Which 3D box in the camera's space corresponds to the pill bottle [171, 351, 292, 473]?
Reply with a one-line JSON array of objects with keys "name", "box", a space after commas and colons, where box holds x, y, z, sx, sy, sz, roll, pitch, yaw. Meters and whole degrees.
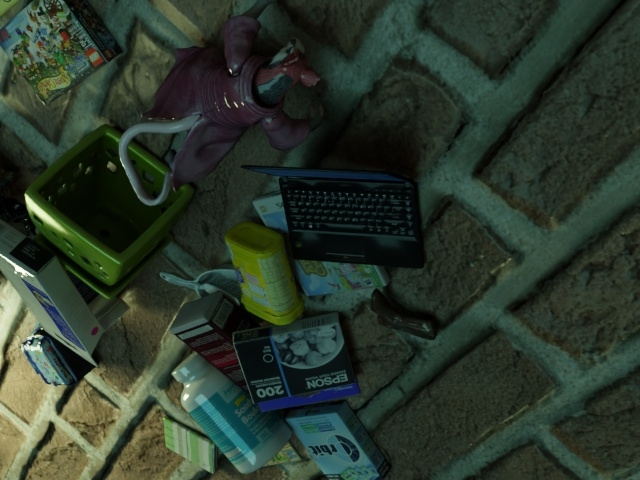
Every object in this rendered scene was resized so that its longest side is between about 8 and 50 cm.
[{"name": "pill bottle", "box": [-0.191, 0.347, 2.097, 0.264, 0.146, 0.146, 50, 138, -6]}]

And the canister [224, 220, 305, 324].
[{"name": "canister", "box": [-0.103, 0.058, 1.821, 0.126, 0.073, 0.170, 22, 140, 38]}]

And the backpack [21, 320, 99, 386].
[{"name": "backpack", "box": [-0.644, 0.269, 2.408, 0.173, 0.117, 0.158, -4, 121, 43]}]

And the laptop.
[{"name": "laptop", "box": [0.027, -0.035, 1.583, 0.234, 0.136, 0.264, 4, 126, 19]}]

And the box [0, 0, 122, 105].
[{"name": "box", "box": [-0.475, -0.354, 1.803, 0.233, 0.044, 0.159, -20, 110, 45]}]

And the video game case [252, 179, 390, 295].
[{"name": "video game case", "box": [0.000, 0.000, 1.753, 0.193, 0.023, 0.212, -10, 117, 42]}]

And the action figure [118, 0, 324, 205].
[{"name": "action figure", "box": [-0.144, -0.226, 1.505, 0.370, 0.276, 0.248, -8, 114, 57]}]

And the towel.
[{"name": "towel", "box": [-0.311, 0.489, 2.414, 0.152, 0.023, 0.113, 25, 134, 22]}]

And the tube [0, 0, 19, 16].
[{"name": "tube", "box": [-0.548, -0.456, 1.765, 0.070, 0.062, 0.240, 20, 149, -40]}]

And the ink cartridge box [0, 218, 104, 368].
[{"name": "ink cartridge box", "box": [-0.546, 0.113, 2.022, 0.176, 0.069, 0.371, 29, 152, 26]}]

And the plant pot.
[{"name": "plant pot", "box": [-0.400, -0.040, 1.884, 0.227, 0.228, 0.207, 37, 146, 6]}]

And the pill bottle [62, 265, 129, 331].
[{"name": "pill bottle", "box": [-0.506, 0.106, 2.166, 0.187, 0.112, 0.112, 47, 139, -5]}]

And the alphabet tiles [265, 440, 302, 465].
[{"name": "alphabet tiles", "box": [-0.170, 0.414, 2.246, 0.198, 0.009, 0.237, -21, 110, 46]}]

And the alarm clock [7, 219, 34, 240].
[{"name": "alarm clock", "box": [-0.703, -0.027, 2.241, 0.192, 0.064, 0.129, 27, 137, 20]}]

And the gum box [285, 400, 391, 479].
[{"name": "gum box", "box": [0.035, 0.418, 2.066, 0.157, 0.041, 0.184, -16, 114, 44]}]

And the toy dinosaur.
[{"name": "toy dinosaur", "box": [-0.692, -0.072, 2.119, 0.218, 0.164, 0.322, 2, 119, 37]}]

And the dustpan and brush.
[{"name": "dustpan and brush", "box": [-0.215, 0.091, 1.967, 0.211, 0.060, 0.147, 23, 135, 20]}]

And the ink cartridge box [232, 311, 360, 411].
[{"name": "ink cartridge box", "box": [-0.042, 0.245, 1.907, 0.206, 0.045, 0.208, -12, 122, 7]}]

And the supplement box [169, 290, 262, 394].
[{"name": "supplement box", "box": [-0.165, 0.209, 1.980, 0.239, 0.073, 0.130, 43, 141, -22]}]

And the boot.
[{"name": "boot", "box": [0.147, 0.130, 1.732, 0.114, 0.037, 0.106, 17, 154, 30]}]
